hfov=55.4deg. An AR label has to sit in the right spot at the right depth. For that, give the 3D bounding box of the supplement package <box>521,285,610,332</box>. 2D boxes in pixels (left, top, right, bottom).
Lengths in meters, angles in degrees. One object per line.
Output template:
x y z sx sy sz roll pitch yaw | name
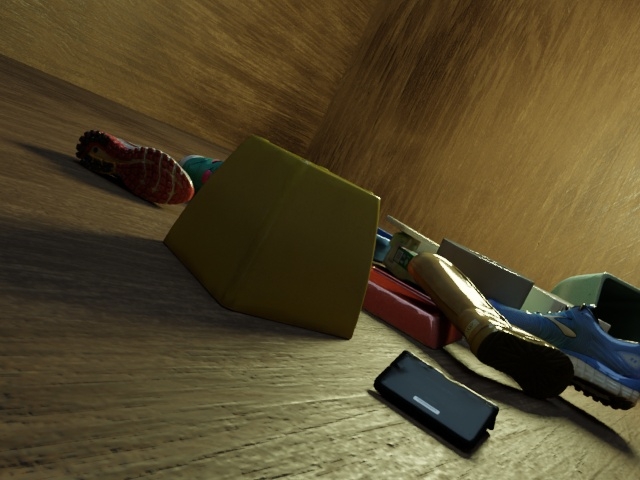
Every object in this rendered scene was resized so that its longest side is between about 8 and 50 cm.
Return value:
0.542 0.202 1.494 0.203 0.149 0.194 23 8 -26 | supplement package

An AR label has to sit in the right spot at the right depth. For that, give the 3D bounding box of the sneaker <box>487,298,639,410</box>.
0.459 0.186 1.167 0.330 0.147 0.130 25 -17 38 | sneaker

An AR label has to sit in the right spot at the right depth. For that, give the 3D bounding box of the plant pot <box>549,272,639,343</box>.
0.803 0.247 1.816 0.247 0.248 0.252 24 -9 -18 | plant pot

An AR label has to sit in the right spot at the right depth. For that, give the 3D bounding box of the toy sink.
0.266 0.052 1.686 0.234 0.131 0.153 29 6 -19 | toy sink

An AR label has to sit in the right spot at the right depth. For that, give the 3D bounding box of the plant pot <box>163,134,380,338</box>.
-0.047 -0.017 0.811 0.212 0.187 0.212 21 8 -39 | plant pot

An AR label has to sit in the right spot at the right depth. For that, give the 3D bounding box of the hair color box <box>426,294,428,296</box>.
0.310 0.154 1.446 0.072 0.043 0.141 24 8 -16 | hair color box

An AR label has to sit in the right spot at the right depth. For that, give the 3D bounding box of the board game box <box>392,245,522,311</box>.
0.322 0.107 1.463 0.213 0.046 0.317 24 7 -16 | board game box

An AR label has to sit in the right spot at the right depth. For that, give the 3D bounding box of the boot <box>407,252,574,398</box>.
0.297 0.138 1.080 0.236 0.089 0.269 34 12 -26 | boot

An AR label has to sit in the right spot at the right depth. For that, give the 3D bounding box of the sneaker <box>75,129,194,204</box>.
-0.317 -0.132 1.085 0.225 0.088 0.092 28 6 14 | sneaker

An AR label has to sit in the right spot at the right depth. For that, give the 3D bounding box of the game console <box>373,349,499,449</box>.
0.127 0.185 0.677 0.122 0.071 0.107 29 37 26 | game console

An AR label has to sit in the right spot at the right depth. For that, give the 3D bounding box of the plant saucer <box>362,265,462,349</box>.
0.140 0.109 1.145 0.259 0.048 0.258 30 8 23 | plant saucer

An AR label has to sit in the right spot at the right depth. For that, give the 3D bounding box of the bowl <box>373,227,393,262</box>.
0.072 -0.041 1.890 0.391 0.077 0.391 26 7 -3 | bowl

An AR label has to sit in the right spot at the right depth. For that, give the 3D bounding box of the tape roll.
0.359 0.073 1.359 0.219 0.072 0.219 25 7 -3 | tape roll

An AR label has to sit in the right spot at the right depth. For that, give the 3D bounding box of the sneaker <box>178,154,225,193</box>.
-0.156 -0.113 1.359 0.295 0.124 0.178 12 9 -36 | sneaker
